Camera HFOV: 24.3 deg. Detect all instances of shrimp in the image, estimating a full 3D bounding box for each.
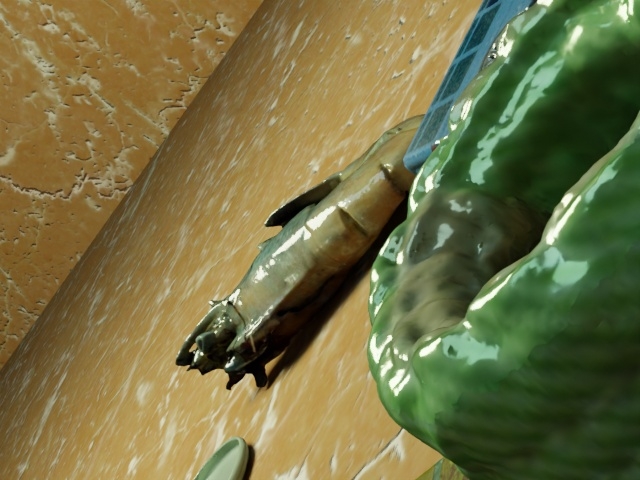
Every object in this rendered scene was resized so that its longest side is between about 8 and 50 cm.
[{"bbox_3d":[-0.006,-0.006,1.198,0.289,0.075,0.178,-52,6,27],"label":"shrimp"}]

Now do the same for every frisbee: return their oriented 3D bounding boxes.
[{"bbox_3d":[-0.086,0.199,1.131,0.110,0.014,0.110,-53,12,17],"label":"frisbee"}]

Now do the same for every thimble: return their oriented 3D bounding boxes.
[{"bbox_3d":[0.126,-0.002,0.503,0.219,0.150,0.219,-54,13,18],"label":"thimble"}]

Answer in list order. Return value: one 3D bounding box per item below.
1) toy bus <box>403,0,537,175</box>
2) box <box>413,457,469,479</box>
[{"bbox_3d":[0.147,-0.119,0.776,0.234,0.116,0.133,-63,10,-13],"label":"toy bus"},{"bbox_3d":[0.067,0.138,0.665,0.193,0.030,0.121,-46,18,42],"label":"box"}]
